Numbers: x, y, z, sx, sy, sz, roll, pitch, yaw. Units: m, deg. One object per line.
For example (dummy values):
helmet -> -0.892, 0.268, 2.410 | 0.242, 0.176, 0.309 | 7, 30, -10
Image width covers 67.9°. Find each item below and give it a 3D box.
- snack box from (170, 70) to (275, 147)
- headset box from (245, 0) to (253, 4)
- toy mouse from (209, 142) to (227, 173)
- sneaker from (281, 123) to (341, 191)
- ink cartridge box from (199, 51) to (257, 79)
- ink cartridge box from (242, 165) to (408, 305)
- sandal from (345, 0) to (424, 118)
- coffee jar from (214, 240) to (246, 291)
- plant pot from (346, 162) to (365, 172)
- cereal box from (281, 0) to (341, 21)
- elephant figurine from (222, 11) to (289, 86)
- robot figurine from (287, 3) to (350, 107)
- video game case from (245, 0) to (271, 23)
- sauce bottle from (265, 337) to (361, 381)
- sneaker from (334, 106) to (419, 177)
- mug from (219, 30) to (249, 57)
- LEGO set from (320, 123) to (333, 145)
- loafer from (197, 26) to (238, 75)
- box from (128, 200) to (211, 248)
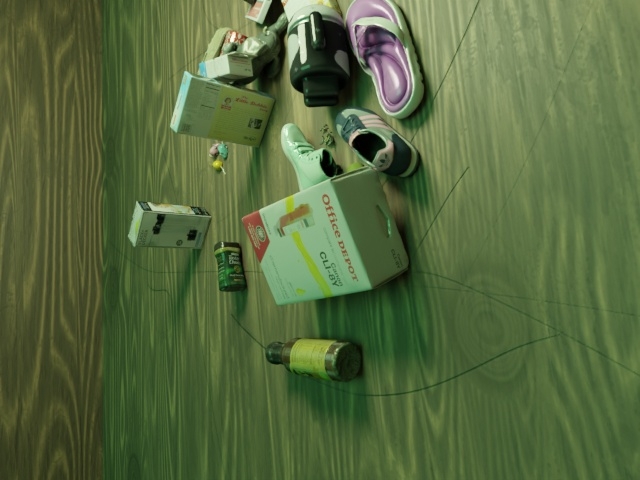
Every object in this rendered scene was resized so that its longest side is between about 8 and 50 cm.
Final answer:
snack box -> -0.321, -0.431, 1.596 | 0.060, 0.322, 0.187 | 44, 120, 40
headset box -> -0.239, -0.989, 1.651 | 0.218, 0.110, 0.293 | -46, 38, 38
toy mouse -> -0.417, -0.362, 1.933 | 0.161, 0.031, 0.143 | 34, 112, 46
sneaker -> -0.025, -0.263, 1.405 | 0.151, 0.094, 0.255 | -36, 70, 49
ink cartridge box -> -0.297, -0.561, 1.550 | 0.180, 0.104, 0.060 | 2, 101, 40
ink cartridge box -> 0.000, 0.000, 1.243 | 0.385, 0.161, 0.279 | -17, 95, 48
sandal -> 0.146, -0.497, 1.214 | 0.169, 0.102, 0.415 | -45, 54, 38
coffee jar -> -0.334, 0.092, 1.749 | 0.079, 0.096, 0.184 | -30, 66, 42
plant pot -> 0.101, -0.163, 1.269 | 0.083, 0.083, 0.079 | -44, 44, 39
cereal box -> -0.034, -0.734, 1.491 | 0.173, 0.048, 0.240 | -38, 59, 42
elephant figurine -> -0.207, -0.642, 1.625 | 0.240, 0.169, 0.185 | -8, 110, 34
robot figurine -> -0.009, -0.523, 1.347 | 0.209, 0.174, 0.277 | -14, 77, 49
video game case -> -0.175, -0.894, 1.631 | 0.285, 0.025, 0.204 | -62, 30, 17
sauce bottle -> -0.035, 0.334, 1.364 | 0.345, 0.112, 0.111 | -10, 80, 51
sneaker -> 0.110, -0.271, 1.217 | 0.319, 0.131, 0.112 | 45, 121, 42
mug -> -0.341, -0.697, 1.811 | 0.150, 0.113, 0.169 | 28, 105, 46
LEGO set -> 0.023, -0.309, 1.416 | 0.054, 0.024, 0.083 | -23, 57, 45
loafer -> -0.417, -0.736, 1.918 | 0.268, 0.102, 0.092 | -52, 48, 22
box -> -0.615, -0.057, 1.945 | 0.087, 0.290, 0.169 | 44, 119, 43
